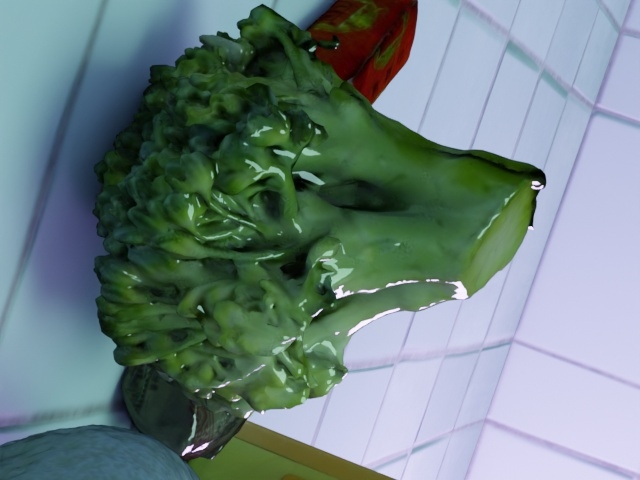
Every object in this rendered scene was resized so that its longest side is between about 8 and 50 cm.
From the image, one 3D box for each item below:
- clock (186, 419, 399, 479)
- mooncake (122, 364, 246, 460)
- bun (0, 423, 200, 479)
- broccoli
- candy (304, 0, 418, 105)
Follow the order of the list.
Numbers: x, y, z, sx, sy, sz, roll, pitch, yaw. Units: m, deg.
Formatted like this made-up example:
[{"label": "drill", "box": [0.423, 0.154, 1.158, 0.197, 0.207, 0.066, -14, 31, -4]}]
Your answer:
[{"label": "clock", "box": [-0.008, 0.225, 1.314, 0.096, 0.202, 0.143, -58, 160, -33]}, {"label": "mooncake", "box": [-0.077, 0.090, 1.164, 0.130, 0.073, 0.125, -66, 165, -8]}, {"label": "bun", "box": [-0.137, 0.266, 0.861, 0.362, 0.211, 0.362, -8, 90, -81]}, {"label": "broccoli", "box": [0.000, 0.000, 0.989, 0.288, 0.245, 0.248, -45, 144, -53]}, {"label": "candy", "box": [0.018, -0.130, 1.243, 0.292, 0.059, 0.086, -52, 160, -46]}]
